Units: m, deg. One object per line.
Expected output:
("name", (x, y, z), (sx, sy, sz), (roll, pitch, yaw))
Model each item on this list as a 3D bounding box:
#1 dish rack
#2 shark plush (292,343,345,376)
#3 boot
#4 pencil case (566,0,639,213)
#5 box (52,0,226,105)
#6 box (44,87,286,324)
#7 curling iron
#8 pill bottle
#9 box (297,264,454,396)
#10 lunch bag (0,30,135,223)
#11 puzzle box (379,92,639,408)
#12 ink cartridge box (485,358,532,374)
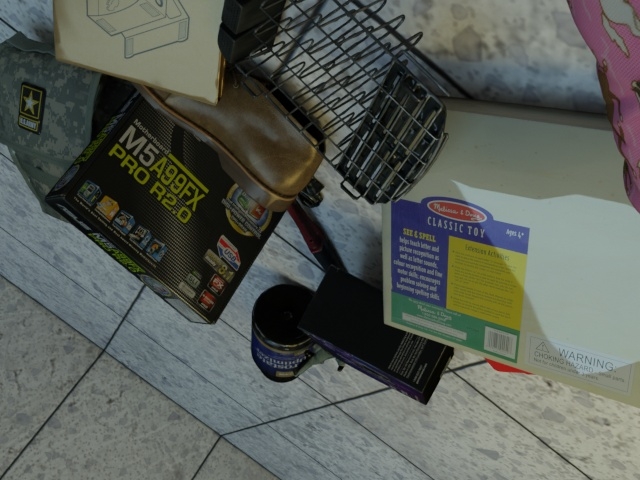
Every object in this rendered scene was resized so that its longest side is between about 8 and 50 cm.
("dish rack", (0.012, -0.166, 0.671), (0.271, 0.074, 0.208), (47, 154, 8))
("shark plush", (0.029, 0.185, 1.189), (0.073, 0.161, 0.067), (-37, 75, 48))
("boot", (-0.121, -0.179, 0.866), (0.305, 0.112, 0.115), (41, 121, -2))
("pencil case", (0.204, -0.179, 0.419), (0.167, 0.160, 0.386), (10, 145, 52))
("box", (-0.196, -0.249, 0.775), (0.201, 0.021, 0.164), (17, 126, 7))
("box", (-0.192, -0.050, 0.957), (0.060, 0.216, 0.270), (-1, 140, 49))
("curling iron", (0.000, 0.000, 1.041), (0.068, 0.035, 0.274), (15, 146, 32))
("pill bottle", (-0.065, 0.177, 1.290), (0.123, 0.122, 0.219), (29, 151, 11))
("box", (0.089, 0.144, 1.024), (0.184, 0.103, 0.261), (28, 170, 17))
("lunch bag", (-0.348, -0.152, 1.047), (0.235, 0.169, 0.287), (20, 141, 31))
("puzzle box", (0.242, 0.012, 0.682), (0.409, 0.052, 0.272), (16, 123, 32))
("ink cartridge box", (0.274, 0.091, 0.844), (0.134, 0.078, 0.231), (47, 149, -20))
